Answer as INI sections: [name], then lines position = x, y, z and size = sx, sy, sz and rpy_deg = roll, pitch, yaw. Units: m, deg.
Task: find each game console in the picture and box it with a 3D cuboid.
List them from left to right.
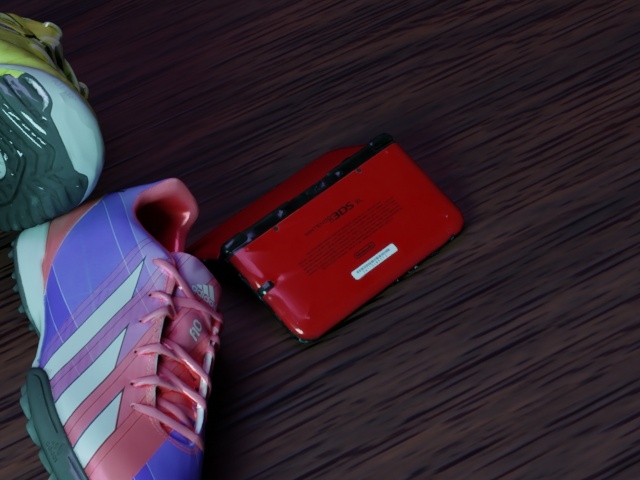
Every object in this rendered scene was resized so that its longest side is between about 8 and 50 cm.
[game console]
position = 0.000, 0.000, 1.084
size = 0.144, 0.085, 0.124
rpy_deg = -36, 74, -22

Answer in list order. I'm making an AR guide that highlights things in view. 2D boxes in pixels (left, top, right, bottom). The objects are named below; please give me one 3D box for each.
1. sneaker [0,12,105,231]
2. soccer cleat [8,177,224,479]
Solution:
[sneaker]
position = -0.227, -0.107, 1.134
size = 0.147, 0.145, 0.384
rpy_deg = -29, 24, -22
[soccer cleat]
position = -0.103, 0.068, 0.954
size = 0.116, 0.108, 0.318
rpy_deg = -29, 35, 4
